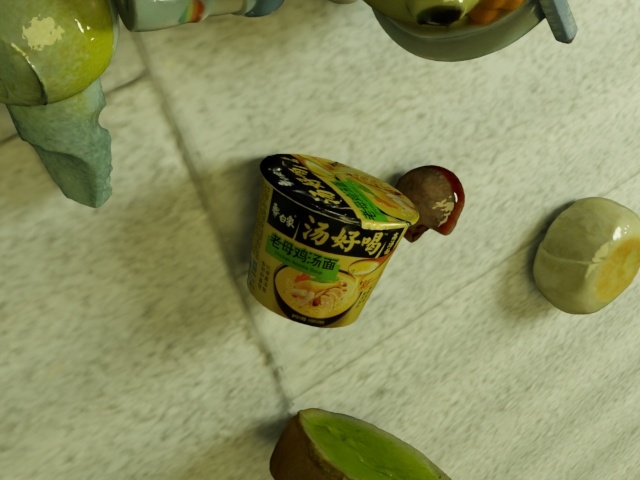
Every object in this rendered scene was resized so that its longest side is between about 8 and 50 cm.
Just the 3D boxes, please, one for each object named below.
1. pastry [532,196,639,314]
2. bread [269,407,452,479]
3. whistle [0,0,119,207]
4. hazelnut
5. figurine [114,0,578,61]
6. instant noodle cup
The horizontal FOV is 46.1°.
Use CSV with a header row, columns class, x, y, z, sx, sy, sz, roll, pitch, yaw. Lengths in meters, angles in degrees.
class,x,y,z,sx,sy,sz,roll,pitch,yaw
pastry,0.346,0.023,0.956,0.156,0.092,0.157,-18,126,-26
bread,0.062,0.260,0.786,0.236,0.236,0.070,23,96,-37
whistle,-0.192,-0.122,0.546,0.122,0.123,0.223,-28,137,-20
hazelnut,0.115,-0.037,0.794,0.086,0.086,0.087,-13,116,-28
figurine,0.016,-0.251,0.571,0.381,0.205,0.225,-4,81,-21
instant noodle cup,0.000,0.000,0.700,0.151,0.151,0.122,4,119,-34
